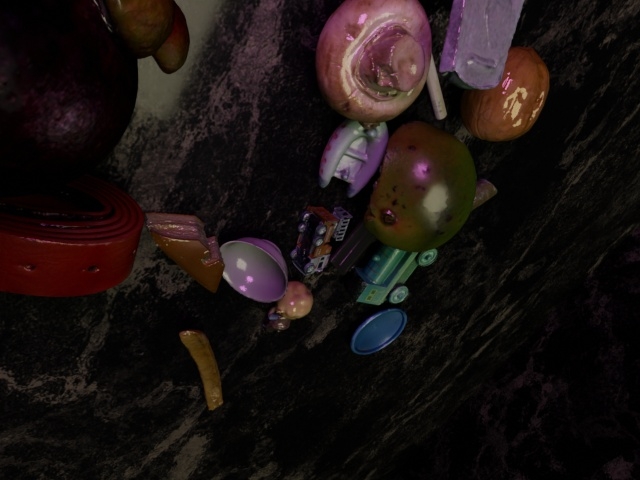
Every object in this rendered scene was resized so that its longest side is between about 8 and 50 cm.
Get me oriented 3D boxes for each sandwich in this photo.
[{"bbox_3d":[-0.273,0.020,0.913,0.088,0.090,0.244,-31,138,-3],"label":"sandwich"}]

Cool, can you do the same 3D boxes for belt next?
[{"bbox_3d":[-0.454,-0.031,0.650,0.324,0.227,0.115,17,117,-21],"label":"belt"}]

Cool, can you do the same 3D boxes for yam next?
[{"bbox_3d":[0.453,-0.126,1.288,0.179,0.078,0.078,-32,138,-6],"label":"yam"}]

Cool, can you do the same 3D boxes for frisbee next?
[{"bbox_3d":[0.210,0.330,1.547,0.242,0.045,0.242,-19,136,-20],"label":"frisbee"}]

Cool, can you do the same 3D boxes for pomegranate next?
[{"bbox_3d":[0.269,-0.125,0.995,0.359,0.216,0.309,-35,143,-36],"label":"pomegranate"}]

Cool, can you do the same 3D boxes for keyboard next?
[{"bbox_3d":[0.166,-0.067,1.151,0.381,0.041,0.103,-45,140,-5],"label":"keyboard"}]

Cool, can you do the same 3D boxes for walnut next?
[{"bbox_3d":[0.442,-0.349,1.003,0.196,0.195,0.221,1,124,-35],"label":"walnut"}]

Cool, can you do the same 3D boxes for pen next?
[{"bbox_3d":[0.252,-0.382,0.955,0.033,0.033,0.269,-38,138,0],"label":"pen"}]

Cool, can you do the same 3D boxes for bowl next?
[{"bbox_3d":[-0.146,0.054,1.009,0.086,0.189,0.188,-57,157,-45],"label":"bowl"}]

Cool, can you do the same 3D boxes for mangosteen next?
[{"bbox_3d":[-0.341,-0.255,0.438,0.435,0.382,0.382,-45,140,-15],"label":"mangosteen"}]

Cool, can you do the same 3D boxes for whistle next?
[{"bbox_3d":[0.273,-0.469,0.695,0.168,0.404,0.188,-2,169,-33],"label":"whistle"}]

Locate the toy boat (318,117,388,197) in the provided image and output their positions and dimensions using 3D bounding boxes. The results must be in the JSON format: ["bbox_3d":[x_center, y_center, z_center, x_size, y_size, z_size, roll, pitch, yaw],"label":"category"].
[{"bbox_3d":[0.079,-0.192,0.948,0.134,0.078,0.207,21,117,-17],"label":"toy boat"}]

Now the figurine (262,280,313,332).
[{"bbox_3d":[-0.097,0.196,1.198,0.114,0.108,0.196,10,139,-28],"label":"figurine"}]

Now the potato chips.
[{"bbox_3d":[-0.328,0.348,1.180,0.057,0.080,0.406,-7,134,-8],"label":"potato chips"}]

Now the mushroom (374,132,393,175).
[{"bbox_3d":[0.161,-0.208,1.035,0.123,0.052,0.123,-18,136,-18],"label":"mushroom"}]

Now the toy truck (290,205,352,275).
[{"bbox_3d":[-0.001,0.000,1.092,0.115,0.080,0.177,-9,130,-41],"label":"toy truck"}]

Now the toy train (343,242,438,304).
[{"bbox_3d":[0.219,0.070,1.275,0.194,0.120,0.298,15,117,-36],"label":"toy train"}]

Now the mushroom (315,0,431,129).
[{"bbox_3d":[0.109,-0.336,0.794,0.255,0.184,0.254,-21,126,-32],"label":"mushroom"}]
